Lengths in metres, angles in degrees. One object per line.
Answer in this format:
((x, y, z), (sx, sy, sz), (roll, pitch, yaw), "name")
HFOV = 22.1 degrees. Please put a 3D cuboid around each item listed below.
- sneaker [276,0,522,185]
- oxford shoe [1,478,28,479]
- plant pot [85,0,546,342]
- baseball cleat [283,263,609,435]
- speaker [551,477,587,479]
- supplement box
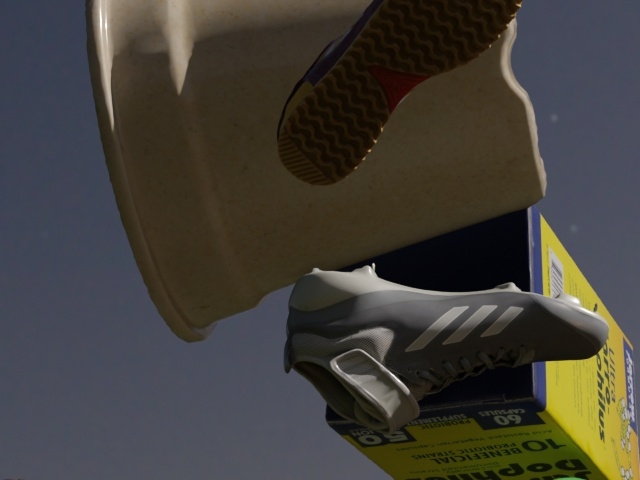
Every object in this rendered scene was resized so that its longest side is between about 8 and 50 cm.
((0.042, -0.116, 0.971), (0.185, 0.084, 0.069), (-41, -71, 12), "sneaker")
((-0.382, 0.319, 1.907), (0.098, 0.097, 0.271), (32, -1, -13), "oxford shoe")
((0.012, -0.109, 1.303), (0.305, 0.333, 0.334), (-11, -21, 9), "plant pot")
((0.079, 0.076, 1.038), (0.206, 0.109, 0.072), (7, -27, 1), "baseball cleat")
((0.246, 0.313, 1.299), (0.131, 0.296, 0.131), (-8, -62, -15), "speaker")
((0.165, 0.135, 1.553), (0.194, 0.195, 0.356), (-10, -29, 23), "supplement box")
